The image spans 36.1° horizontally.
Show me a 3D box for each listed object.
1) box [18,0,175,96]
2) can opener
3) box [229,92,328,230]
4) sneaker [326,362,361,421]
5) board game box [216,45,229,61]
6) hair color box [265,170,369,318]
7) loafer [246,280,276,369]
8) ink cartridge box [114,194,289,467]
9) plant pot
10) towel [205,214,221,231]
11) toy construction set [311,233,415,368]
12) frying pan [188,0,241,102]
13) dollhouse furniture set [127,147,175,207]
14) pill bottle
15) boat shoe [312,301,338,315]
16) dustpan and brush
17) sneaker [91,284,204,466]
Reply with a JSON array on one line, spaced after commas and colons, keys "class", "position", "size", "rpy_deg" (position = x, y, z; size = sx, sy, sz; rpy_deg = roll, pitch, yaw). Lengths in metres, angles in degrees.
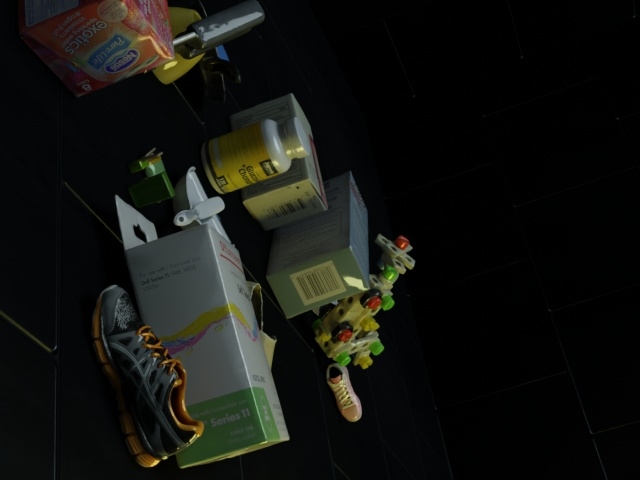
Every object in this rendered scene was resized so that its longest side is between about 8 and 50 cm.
[{"class": "box", "position": [-0.305, -0.363, 1.314], "size": [0.142, 0.154, 0.300], "rpy_deg": [56, 18, -55]}, {"class": "can opener", "position": [-0.214, -0.351, 1.606], "size": [0.283, 0.076, 0.095], "rpy_deg": [-36, 100, -42]}, {"class": "box", "position": [-0.088, -0.162, 2.038], "size": [0.127, 0.149, 0.232], "rpy_deg": [56, 19, -55]}, {"class": "sneaker", "position": [0.046, 0.329, 2.142], "size": [0.070, 0.051, 0.134], "rpy_deg": [40, 29, -66]}, {"class": "board game box", "position": [-0.232, -0.406, 2.050], "size": [0.169, 0.033, 0.133], "rpy_deg": [-6, 72, -84]}, {"class": "hair color box", "position": [0.000, 0.000, 2.097], "size": [0.374, 0.185, 0.113], "rpy_deg": [-87, 154, -62]}, {"class": "loafer", "position": [-0.111, 0.177, 1.509], "size": [0.102, 0.092, 0.268], "rpy_deg": [38, 35, -70]}, {"class": "ink cartridge box", "position": [-0.153, 0.108, 1.295], "size": [0.207, 0.119, 0.353], "rpy_deg": [60, 13, -78]}, {"class": "plant pot", "position": [-0.248, -0.350, 1.704], "size": [0.134, 0.095, 0.134], "rpy_deg": [-19, 90, -78]}, {"class": "towel", "position": [-0.178, 0.002, 1.641], "size": [0.067, 0.029, 0.119], "rpy_deg": [46, 28, -64]}, {"class": "toy construction set", "position": [0.102, 0.141, 2.136], "size": [0.151, 0.327, 0.215], "rpy_deg": [37, 19, 35]}, {"class": "frying pan", "position": [-0.199, -0.310, 1.814], "size": [0.197, 0.053, 0.326], "rpy_deg": [85, -14, -46]}, {"class": "dollhouse furniture set", "position": [-0.234, -0.094, 1.447], "size": [0.151, 0.058, 0.076], "rpy_deg": [-70, 141, -72]}, {"class": "pill bottle", "position": [-0.117, -0.160, 1.795], "size": [0.103, 0.184, 0.103], "rpy_deg": [-19, 90, -79]}, {"class": "boat shoe", "position": [0.021, 0.162, 2.277], "size": [0.184, 0.066, 0.063], "rpy_deg": [46, 26, -43]}, {"class": "dustpan and brush", "position": [-0.194, -0.042, 1.536], "size": [0.147, 0.060, 0.211], "rpy_deg": [63, 25, -3]}, {"class": "sneaker", "position": [-0.201, 0.151, 1.147], "size": [0.084, 0.083, 0.215], "rpy_deg": [-21, 91, -78]}]
